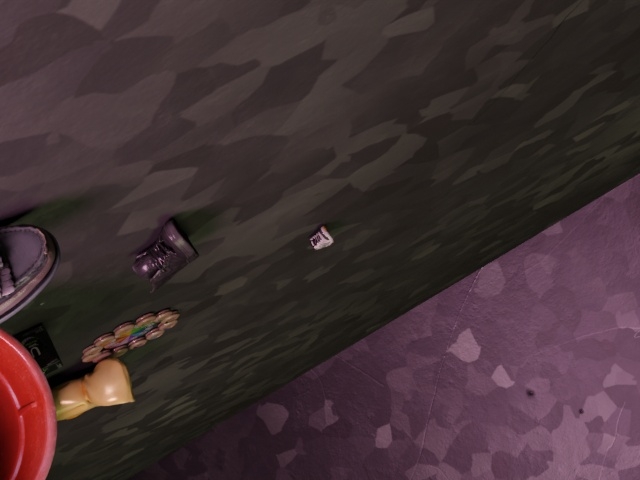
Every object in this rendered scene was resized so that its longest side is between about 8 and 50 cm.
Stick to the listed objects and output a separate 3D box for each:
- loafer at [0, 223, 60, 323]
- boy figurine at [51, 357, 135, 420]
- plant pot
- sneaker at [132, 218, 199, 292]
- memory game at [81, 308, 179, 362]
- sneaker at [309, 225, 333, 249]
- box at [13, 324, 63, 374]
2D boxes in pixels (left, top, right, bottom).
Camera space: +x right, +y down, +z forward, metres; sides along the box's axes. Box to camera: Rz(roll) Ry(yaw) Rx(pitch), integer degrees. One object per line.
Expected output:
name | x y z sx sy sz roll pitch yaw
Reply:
loafer | -0.398 0.056 1.049 0.267 0.096 0.084 -26 161 -3
boy figurine | -0.440 0.295 1.859 0.285 0.092 0.177 -27 169 24
plant pot | -0.499 0.250 1.258 0.272 0.272 0.265 -18 172 -39
sneaker | -0.214 0.025 1.392 0.089 0.051 0.170 -32 171 -5
memory game | -0.329 0.168 1.791 0.186 0.012 0.186 -26 168 -6
sneaker | 0.000 0.000 1.787 0.037 0.032 0.083 -27 167 -7
box | -0.424 0.169 1.486 0.083 0.062 0.052 -26 168 -14
